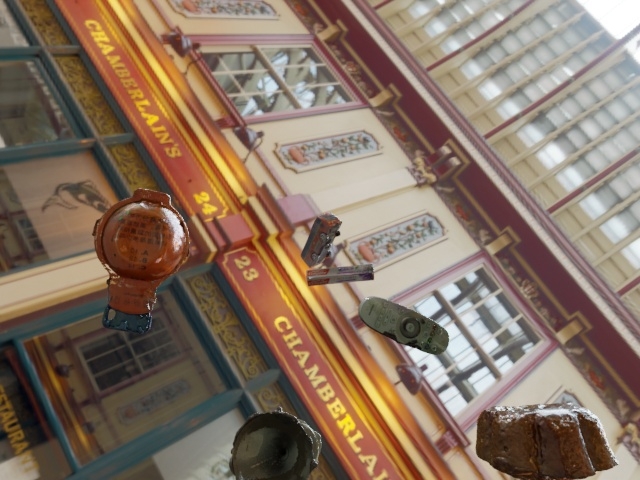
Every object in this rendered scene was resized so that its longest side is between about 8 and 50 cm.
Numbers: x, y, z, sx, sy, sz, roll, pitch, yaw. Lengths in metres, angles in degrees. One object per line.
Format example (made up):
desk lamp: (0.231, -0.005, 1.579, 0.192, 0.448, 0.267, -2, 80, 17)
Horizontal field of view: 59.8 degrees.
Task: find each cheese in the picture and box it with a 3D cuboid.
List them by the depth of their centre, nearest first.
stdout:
cheese: (-0.416, 0.046, 1.273, 0.129, 0.216, 0.329, -176, -84, -73)

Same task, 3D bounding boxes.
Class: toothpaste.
toothpaste: (0.058, 0.103, 1.620, 0.196, 0.040, 0.047, -5, -46, 4)

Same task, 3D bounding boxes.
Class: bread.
bread: (0.423, 0.396, 1.096, 0.232, 0.246, 0.135, 146, -58, -68)

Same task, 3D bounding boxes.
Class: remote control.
remote control: (0.218, 0.224, 1.463, 0.256, 0.097, 0.045, 27, -11, 2)

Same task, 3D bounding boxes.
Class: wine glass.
wine glass: (-0.070, 0.402, 1.055, 0.156, 0.156, 0.232, 52, -5, 19)

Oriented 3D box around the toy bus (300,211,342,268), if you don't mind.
toy bus: (0.000, 0.000, 1.668, 0.077, 0.065, 0.192, 46, -45, 23)
